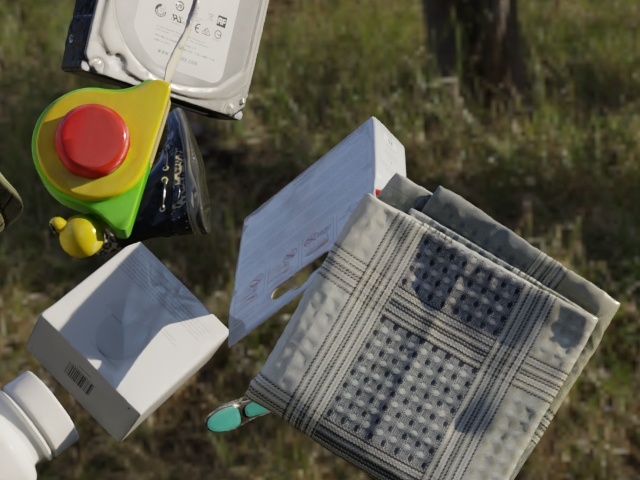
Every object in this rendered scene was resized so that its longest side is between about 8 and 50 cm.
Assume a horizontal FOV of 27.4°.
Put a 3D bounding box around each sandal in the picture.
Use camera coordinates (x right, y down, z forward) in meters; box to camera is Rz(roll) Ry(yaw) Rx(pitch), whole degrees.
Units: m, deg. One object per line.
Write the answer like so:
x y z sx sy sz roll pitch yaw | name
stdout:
-0.556 -0.089 2.077 0.120 0.303 0.086 -31 63 -13 | sandal

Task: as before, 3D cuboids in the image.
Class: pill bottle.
-0.395 0.255 1.486 0.229 0.131 0.131 -38 26 -21 | pill bottle

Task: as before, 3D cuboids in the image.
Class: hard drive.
-0.164 -0.337 1.594 0.236 0.339 0.064 16 -5 -38 | hard drive

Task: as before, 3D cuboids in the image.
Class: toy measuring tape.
-0.200 -0.144 1.263 0.121 0.330 0.121 15 -12 3 | toy measuring tape

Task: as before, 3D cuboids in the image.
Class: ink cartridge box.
0.000 0.000 2.095 0.308 0.091 0.385 -37 25 21 | ink cartridge box

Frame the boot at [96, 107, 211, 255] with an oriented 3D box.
-0.262 -0.088 1.954 0.178 0.085 0.236 -16 53 3 | boot

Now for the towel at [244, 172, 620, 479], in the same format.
0.127 0.115 1.466 0.312 0.324 0.056 31 -11 11 | towel

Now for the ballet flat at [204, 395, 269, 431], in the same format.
-0.118 0.245 1.884 0.114 0.041 0.041 -17 17 -24 | ballet flat

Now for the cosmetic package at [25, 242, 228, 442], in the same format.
-0.312 0.160 2.131 0.224 0.224 0.138 -42 -5 -36 | cosmetic package
